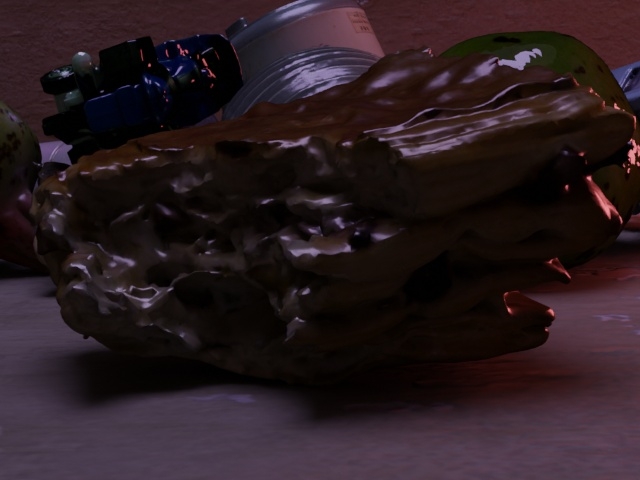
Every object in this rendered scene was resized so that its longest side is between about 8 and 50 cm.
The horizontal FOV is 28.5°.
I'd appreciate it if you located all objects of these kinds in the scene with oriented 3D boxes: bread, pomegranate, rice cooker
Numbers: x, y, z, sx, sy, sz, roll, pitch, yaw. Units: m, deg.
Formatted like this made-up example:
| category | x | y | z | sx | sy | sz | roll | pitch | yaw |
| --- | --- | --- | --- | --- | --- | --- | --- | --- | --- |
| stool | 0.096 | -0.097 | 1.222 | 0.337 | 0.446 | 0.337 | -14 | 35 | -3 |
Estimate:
| category | x | y | z | sx | sy | sz | roll | pitch | yaw |
| --- | --- | --- | --- | --- | --- | --- | --- | --- | --- |
| bread | 0.000 | 0.000 | 0.877 | 0.370 | 0.191 | 0.314 | -18 | 18 | -16 |
| pomegranate | -0.372 | -0.045 | 1.353 | 0.248 | 0.214 | 0.214 | 35 | 14 | 6 |
| rice cooker | -0.004 | -0.188 | 1.817 | 0.264 | 0.316 | 0.316 | -26 | 7 | 6 |
| pomegranate | 0.174 | -0.077 | 1.206 | 0.254 | 0.254 | 0.271 | -9 | -2 | -37 |

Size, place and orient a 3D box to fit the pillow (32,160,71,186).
| category | x | y | z | sx | sy | sz | roll | pitch | yaw |
| --- | --- | --- | --- | --- | --- | --- | --- | --- | --- |
| pillow | -0.246 | -0.040 | 1.348 | 0.093 | 0.051 | 0.241 | 42 | 3 | 22 |

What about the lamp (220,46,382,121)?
| category | x | y | z | sx | sy | sz | roll | pitch | yaw |
| --- | --- | --- | --- | --- | --- | --- | --- | --- | --- |
| lamp | 0.011 | -0.099 | 1.392 | 0.265 | 0.233 | 0.233 | 14 | 1 | -24 |

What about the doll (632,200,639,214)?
| category | x | y | z | sx | sy | sz | roll | pitch | yaw |
| --- | --- | --- | --- | --- | --- | --- | --- | --- | --- |
| doll | 0.404 | -0.058 | 1.425 | 0.146 | 0.103 | 0.316 | 0 | 3 | -17 |

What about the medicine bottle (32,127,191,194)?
| category | x | y | z | sx | sy | sz | roll | pitch | yaw |
| --- | --- | --- | --- | --- | --- | --- | --- | --- | --- |
| medicine bottle | -0.251 | -0.063 | 1.525 | 0.341 | 0.130 | 0.130 | -4 | 7 | 25 |

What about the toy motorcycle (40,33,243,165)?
| category | x | y | z | sx | sy | sz | roll | pitch | yaw |
| --- | --- | --- | --- | --- | --- | --- | --- | --- | --- |
| toy motorcycle | -0.189 | -0.161 | 1.379 | 0.196 | 0.125 | 0.331 | -17 | 10 | 6 |

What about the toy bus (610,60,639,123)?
| category | x | y | z | sx | sy | sz | roll | pitch | yaw |
| --- | --- | --- | --- | --- | --- | --- | --- | --- | --- |
| toy bus | 0.299 | -0.102 | 1.338 | 0.330 | 0.136 | 0.109 | -15 | 31 | 48 |

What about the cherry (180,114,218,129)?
| category | x | y | z | sx | sy | sz | roll | pitch | yaw |
| --- | --- | --- | --- | --- | --- | --- | --- | --- | --- |
| cherry | -0.233 | -0.145 | 1.928 | 0.195 | 0.195 | 0.195 | -2 | 8 | 0 |

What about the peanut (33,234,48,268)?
| category | x | y | z | sx | sy | sz | roll | pitch | yaw |
| --- | --- | --- | --- | --- | --- | --- | --- | --- | --- |
| peanut | -0.174 | -0.003 | 1.242 | 0.214 | 0.090 | 0.098 | -6 | 53 | -22 |
